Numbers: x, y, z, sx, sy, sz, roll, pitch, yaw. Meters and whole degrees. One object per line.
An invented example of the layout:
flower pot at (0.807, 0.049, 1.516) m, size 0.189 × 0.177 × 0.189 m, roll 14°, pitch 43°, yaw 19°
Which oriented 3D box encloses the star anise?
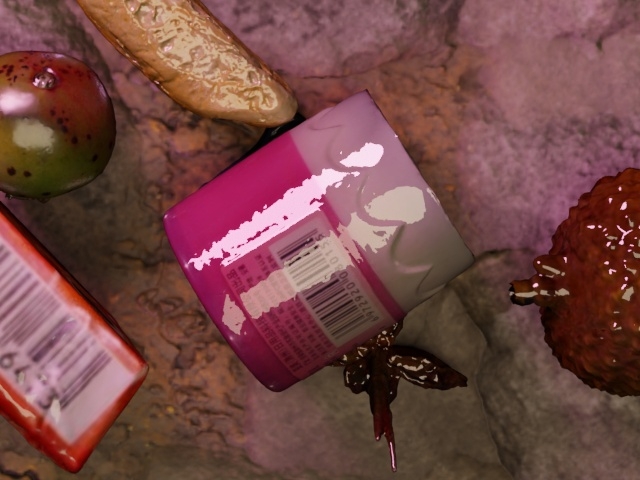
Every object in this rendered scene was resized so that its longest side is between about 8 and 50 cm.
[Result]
star anise at (0.049, 0.098, 1.391) m, size 0.158 × 0.144 × 0.140 m, roll -26°, pitch 100°, yaw 3°

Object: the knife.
knife at (-0.059, -0.063, 1.389) m, size 0.121 × 0.018 × 0.031 m, roll -36°, pitch 115°, yaw 6°

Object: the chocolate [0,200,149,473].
chocolate at (-0.250, 0.041, 1.295) m, size 0.108 × 0.235 × 0.237 m, roll -45°, pitch 106°, yaw -5°

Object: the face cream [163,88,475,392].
face cream at (0.000, 0.000, 1.333) m, size 0.195 × 0.175 × 0.175 m, roll -31°, pitch 108°, yaw 4°

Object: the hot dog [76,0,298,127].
hot dog at (-0.121, -0.166, 1.317) m, size 0.073 × 0.084 × 0.242 m, roll -42°, pitch 107°, yaw 11°

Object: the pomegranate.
pomegranate at (-0.222, -0.090, 1.316) m, size 0.130 × 0.130 × 0.130 m, roll -2°, pitch 107°, yaw -6°

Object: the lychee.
lychee at (0.267, 0.034, 1.370) m, size 0.238 × 0.200 × 0.200 m, roll -4°, pitch 108°, yaw -19°
